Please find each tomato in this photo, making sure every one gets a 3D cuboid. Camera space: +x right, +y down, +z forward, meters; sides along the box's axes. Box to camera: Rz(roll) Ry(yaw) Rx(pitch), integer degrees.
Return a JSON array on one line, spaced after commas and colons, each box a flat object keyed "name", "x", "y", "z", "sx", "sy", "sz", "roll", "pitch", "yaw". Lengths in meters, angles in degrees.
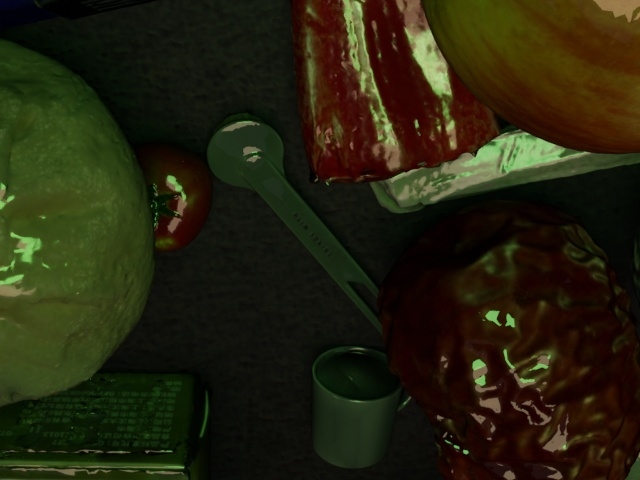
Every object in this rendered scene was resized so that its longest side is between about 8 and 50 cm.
[{"name": "tomato", "x": -0.125, "y": -0.036, "z": 1.213, "sx": 0.087, "sy": 0.075, "sz": 0.087, "roll": 2, "pitch": 102, "yaw": 9}]

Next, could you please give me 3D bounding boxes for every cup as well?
[{"name": "cup", "x": 0.039, "y": 0.139, "z": 1.309, "sx": 0.100, "sy": 0.078, "sz": 0.077, "roll": -14, "pitch": 126, "yaw": -28}]

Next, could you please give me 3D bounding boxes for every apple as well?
[{"name": "apple", "x": 0.195, "y": -0.201, "z": 1.018, "sx": 0.233, "sy": 0.286, "sz": 0.286, "roll": 12, "pitch": 116, "yaw": -13}]

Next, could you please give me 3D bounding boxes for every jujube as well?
[{"name": "jujube", "x": 0.157, "y": 0.091, "z": 1.203, "sx": 0.213, "sy": 0.213, "sz": 0.232, "roll": -23, "pitch": 114, "yaw": 11}]

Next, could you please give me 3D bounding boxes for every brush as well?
[{"name": "brush", "x": 0.000, "y": 0.000, "z": 1.265, "sx": 0.062, "sy": 0.027, "sz": 0.266, "roll": -32, "pitch": 116, "yaw": 15}]

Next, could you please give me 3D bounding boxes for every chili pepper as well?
[{"name": "chili pepper", "x": 0.044, "y": -0.173, "z": 1.132, "sx": 0.144, "sy": 0.136, "sz": 0.253, "roll": 4, "pitch": 113, "yaw": 37}]

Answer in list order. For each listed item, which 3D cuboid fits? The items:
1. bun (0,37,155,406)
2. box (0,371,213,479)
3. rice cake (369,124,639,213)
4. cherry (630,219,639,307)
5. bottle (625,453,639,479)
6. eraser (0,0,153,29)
[{"name": "bun", "x": -0.262, "y": 0.009, "z": 1.131, "sx": 0.281, "sy": 0.205, "sz": 0.282, "roll": 15, "pitch": 126, "yaw": 21}, {"name": "box", "x": -0.305, "y": 0.301, "z": 1.349, "sx": 0.420, "sy": 0.138, "sz": 0.373, "roll": 2, "pitch": 117, "yaw": 0}, {"name": "rice cake", "x": 0.168, "y": -0.069, "z": 1.214, "sx": 0.269, "sy": 0.049, "sz": 0.055, "roll": -13, "pitch": 99, "yaw": 6}, {"name": "cherry", "x": 0.349, "y": 0.000, "z": 1.115, "sx": 0.218, "sy": 0.296, "sz": 0.255, "roll": 40, "pitch": 100, "yaw": -11}, {"name": "bottle", "x": 0.327, "y": 0.125, "z": 1.288, "sx": 0.253, "sy": 0.079, "sz": 0.096, "roll": -40, "pitch": 66, "yaw": 17}, {"name": "eraser", "x": -0.139, "y": -0.238, "z": 1.064, "sx": 0.332, "sy": 0.101, "sz": 0.155, "roll": -11, "pitch": 88, "yaw": 11}]
